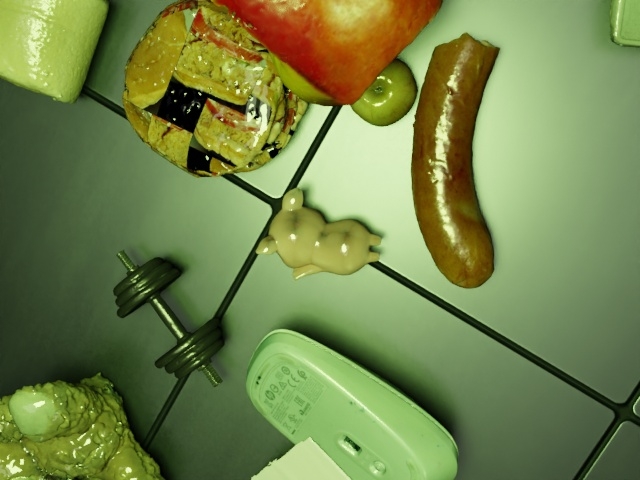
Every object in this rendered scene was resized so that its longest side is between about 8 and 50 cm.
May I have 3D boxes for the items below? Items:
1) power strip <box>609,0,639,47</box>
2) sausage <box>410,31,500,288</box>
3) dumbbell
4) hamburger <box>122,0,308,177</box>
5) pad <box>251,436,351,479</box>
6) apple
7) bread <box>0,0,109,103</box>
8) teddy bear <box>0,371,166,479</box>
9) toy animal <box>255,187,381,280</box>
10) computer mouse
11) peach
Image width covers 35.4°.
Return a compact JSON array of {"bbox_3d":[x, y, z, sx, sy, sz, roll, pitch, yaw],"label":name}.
[{"bbox_3d":[0.420,-0.310,1.123,0.213,0.064,0.198,3,98,-12],"label":"power strip"},{"bbox_3d":[0.159,-0.092,1.193,0.102,0.076,0.302,1,98,9],"label":"sausage"},{"bbox_3d":[-0.191,0.098,1.265,0.099,0.099,0.208,-37,91,12],"label":"dumbbell"},{"bbox_3d":[-0.127,-0.188,1.213,0.230,0.107,0.231,3,100,16],"label":"hamburger"},{"bbox_3d":[0.022,0.362,1.281,0.232,0.004,0.156,48,132,0],"label":"pad"},{"bbox_3d":[0.075,-0.177,1.196,0.084,0.071,0.084,1,99,8],"label":"apple"},{"bbox_3d":[-0.346,-0.255,1.220,0.148,0.134,0.141,25,101,16],"label":"bread"},{"bbox_3d":[-0.362,0.280,1.293,0.256,0.156,0.267,-29,123,8],"label":"teddy bear"},{"bbox_3d":[0.001,-0.002,1.230,0.150,0.083,0.089,12,143,-2],"label":"toy animal"},{"bbox_3d":[0.043,0.214,1.243,0.288,0.097,0.159,38,135,10],"label":"computer mouse"},{"bbox_3d":[-0.021,-0.334,1.079,0.242,0.306,0.380,-39,86,19],"label":"peach"}]
